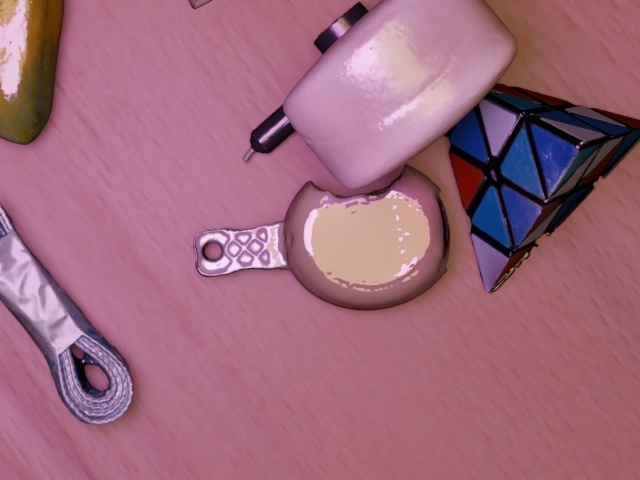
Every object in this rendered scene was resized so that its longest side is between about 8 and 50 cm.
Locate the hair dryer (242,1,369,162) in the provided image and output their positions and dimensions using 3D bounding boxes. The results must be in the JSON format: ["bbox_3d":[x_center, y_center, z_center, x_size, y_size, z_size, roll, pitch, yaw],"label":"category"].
[{"bbox_3d":[0.000,-0.156,1.413,0.219,0.071,0.124,-39,94,2],"label":"hair dryer"}]

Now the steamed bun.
[{"bbox_3d":[0.083,-0.170,1.296,0.241,0.164,0.146,-42,96,3],"label":"steamed bun"}]

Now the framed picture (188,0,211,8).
[{"bbox_3d":[-0.116,-0.433,1.423,0.216,0.016,0.273,-29,93,-5],"label":"framed picture"}]

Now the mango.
[{"bbox_3d":[-0.355,-0.228,1.363,0.137,0.091,0.238,7,89,0],"label":"mango"}]

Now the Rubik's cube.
[{"bbox_3d":[0.274,-0.128,1.441,0.234,0.284,0.250,-17,57,-24],"label":"Rubik's cube"}]

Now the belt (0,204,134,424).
[{"bbox_3d":[-0.315,0.077,1.374,0.087,0.072,0.302,-38,93,-7],"label":"belt"}]

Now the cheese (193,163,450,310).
[{"bbox_3d":[0.000,0.000,1.401,0.286,0.082,0.163,-3,89,-5],"label":"cheese"}]
